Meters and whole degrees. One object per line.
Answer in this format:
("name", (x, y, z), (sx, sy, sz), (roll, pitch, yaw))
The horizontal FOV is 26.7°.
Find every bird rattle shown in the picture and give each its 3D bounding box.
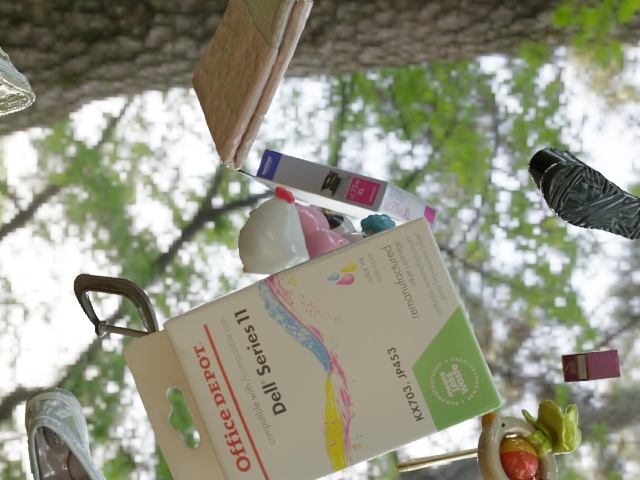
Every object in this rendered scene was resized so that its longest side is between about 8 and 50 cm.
("bird rattle", (0.341, 0.389, 2.258), (0.143, 0.207, 0.253), (-29, -134, 51))

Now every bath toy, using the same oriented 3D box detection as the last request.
("bath toy", (0.000, 0.000, 1.968), (0.151, 0.348, 0.129), (5, -93, 34))

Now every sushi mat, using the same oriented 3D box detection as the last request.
("sushi mat", (0.302, 0.386, 2.489), (0.151, 0.317, 0.019), (5, 71, -68))

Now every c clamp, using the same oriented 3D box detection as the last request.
("c clamp", (-0.249, 0.103, 1.717), (0.161, 0.022, 0.137), (11, -50, 36))

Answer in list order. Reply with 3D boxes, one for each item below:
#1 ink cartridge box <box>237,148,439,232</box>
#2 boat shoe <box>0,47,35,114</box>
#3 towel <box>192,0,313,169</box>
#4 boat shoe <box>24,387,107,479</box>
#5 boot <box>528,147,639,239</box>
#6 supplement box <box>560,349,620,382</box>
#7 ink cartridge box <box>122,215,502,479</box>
("ink cartridge box", (0.026, -0.086, 2.299), (0.311, 0.186, 0.065), (14, -95, 34))
("boat shoe", (-0.516, -0.262, 2.055), (0.302, 0.113, 0.103), (76, -5, -83))
("towel", (-0.123, -0.322, 2.250), (0.317, 0.053, 0.332), (-65, -157, 23))
("boat shoe", (-0.380, 0.381, 2.052), (0.103, 0.118, 0.320), (-97, 178, -66))
("boot", (0.397, -0.091, 2.191), (0.207, 0.247, 0.094), (39, -74, 52))
("supplement box", (0.397, 0.185, 1.991), (0.083, 0.055, 0.043), (157, -71, -72))
("ink cartridge box", (-0.019, 0.134, 1.362), (0.119, 0.354, 0.207), (-4, 71, -85))
